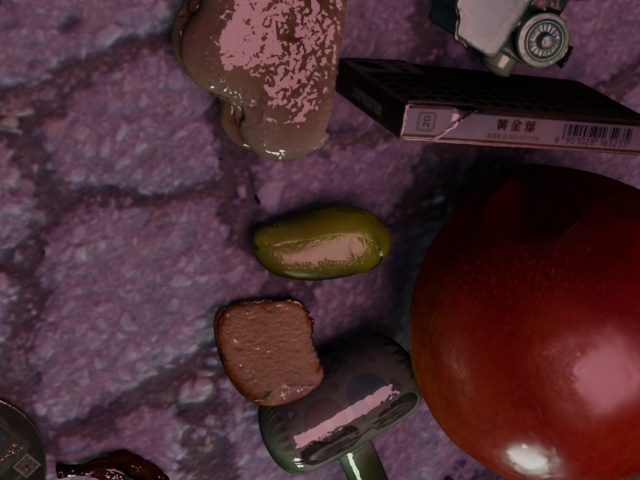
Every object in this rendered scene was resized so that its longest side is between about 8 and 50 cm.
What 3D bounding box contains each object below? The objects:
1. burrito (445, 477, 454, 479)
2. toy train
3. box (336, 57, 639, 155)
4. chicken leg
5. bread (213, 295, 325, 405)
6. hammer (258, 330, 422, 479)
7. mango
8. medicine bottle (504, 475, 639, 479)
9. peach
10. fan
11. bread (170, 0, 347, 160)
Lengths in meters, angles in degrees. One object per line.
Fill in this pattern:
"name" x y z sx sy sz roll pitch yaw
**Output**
"burrito" 0.179 0.394 1.827 0.055 0.041 0.149 -31 118 -23
"toy train" 0.222 -0.291 1.511 0.163 0.112 0.203 27 99 -23
"box" 0.198 -0.150 1.518 0.325 0.180 0.047 3 112 -24
"chicken leg" -0.243 0.281 1.609 0.145 0.037 0.062 28 113 -32
"bread" -0.061 0.132 1.579 0.126 0.129 0.044 -8 152 -21
"hammer" 0.053 0.279 1.693 0.206 0.119 0.335 -27 126 -10
"mango" 0.000 0.000 1.565 0.165 0.074 0.091 1 116 -11
"medicine bottle" 0.417 0.317 1.828 0.322 0.151 0.151 14 106 -27
"peach" 0.283 0.092 1.559 0.388 0.388 0.388 -9 115 -19
"fan" -0.382 0.285 1.563 0.294 0.012 0.223 14 105 -27
"bread" -0.058 -0.251 1.413 0.183 0.102 0.337 1 110 -23
